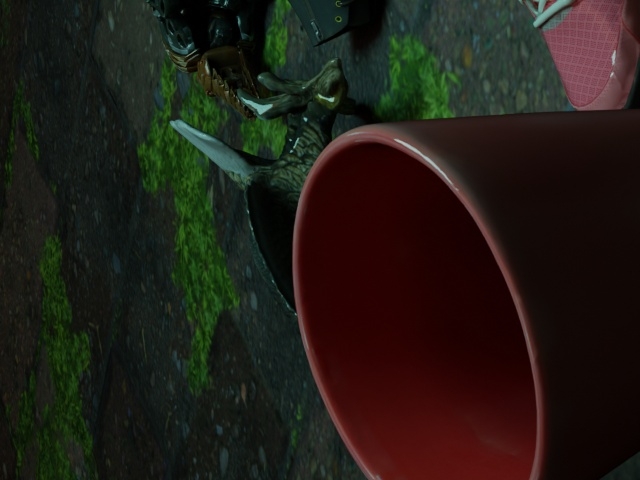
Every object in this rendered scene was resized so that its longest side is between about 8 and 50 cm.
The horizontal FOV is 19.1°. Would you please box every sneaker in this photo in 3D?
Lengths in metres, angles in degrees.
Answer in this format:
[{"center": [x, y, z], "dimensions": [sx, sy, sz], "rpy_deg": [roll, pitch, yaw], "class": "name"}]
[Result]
[{"center": [0.037, -0.264, 1.711], "dimensions": [0.222, 0.083, 0.118], "rpy_deg": [-32, 84, 55], "class": "sneaker"}, {"center": [0.153, -0.226, 1.373], "dimensions": [0.116, 0.136, 0.313], "rpy_deg": [144, 118, -62], "class": "sneaker"}]

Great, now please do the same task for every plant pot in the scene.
[{"center": [0.153, 0.032, 1.251], "dimensions": [0.275, 0.243, 0.275], "rpy_deg": [35, 134, 47], "class": "plant pot"}]

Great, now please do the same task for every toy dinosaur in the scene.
[{"center": [-0.111, -0.246, 1.985], "dimensions": [0.322, 0.164, 0.218], "rpy_deg": [41, 148, 32], "class": "toy dinosaur"}]

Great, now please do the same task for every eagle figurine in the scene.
[{"center": [0.009, -0.001, 1.670], "dimensions": [0.225, 0.226, 0.298], "rpy_deg": [-11, 79, 45], "class": "eagle figurine"}]
